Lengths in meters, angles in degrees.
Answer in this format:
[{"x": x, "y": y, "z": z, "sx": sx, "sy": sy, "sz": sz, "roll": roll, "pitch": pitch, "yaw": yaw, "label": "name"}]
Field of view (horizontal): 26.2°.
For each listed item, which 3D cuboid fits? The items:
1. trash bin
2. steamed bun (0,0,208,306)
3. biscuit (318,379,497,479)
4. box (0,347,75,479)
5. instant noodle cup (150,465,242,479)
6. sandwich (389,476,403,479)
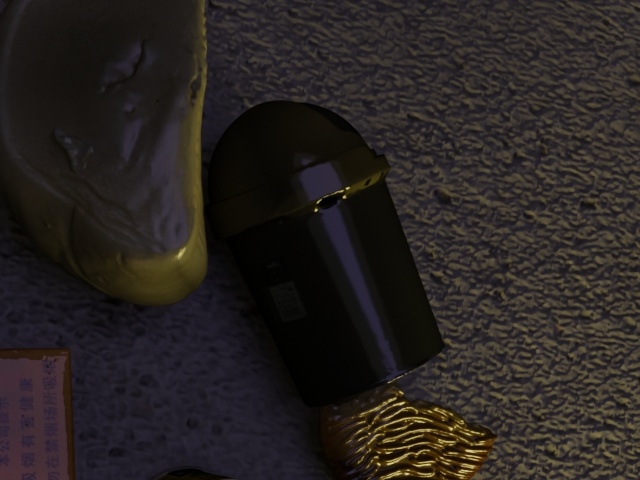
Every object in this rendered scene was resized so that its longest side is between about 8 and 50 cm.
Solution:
[{"x": 0.000, "y": 0.000, "z": 1.539, "sx": 0.214, "sy": 0.214, "sz": 0.333, "roll": -27, "pitch": 93, "yaw": -29, "label": "trash bin"}, {"x": -0.237, "y": -0.126, "z": 1.448, "sx": 0.236, "sy": 0.247, "sz": 0.383, "roll": -1, "pitch": 75, "yaw": -5, "label": "steamed bun"}, {"x": 0.106, "y": 0.231, "z": 1.588, "sx": 0.229, "sy": 0.031, "sz": 0.176, "roll": -13, "pitch": 110, "yaw": -23, "label": "biscuit"}, {"x": -0.388, "y": 0.199, "z": 1.375, "sx": 0.274, "sy": 0.076, "sz": 0.174, "roll": 2, "pitch": 74, "yaw": -25, "label": "box"}, {"x": -0.120, "y": 0.311, "z": 1.446, "sx": 0.152, "sy": 0.122, "sz": 0.151, "roll": 5, "pitch": 76, "yaw": -23, "label": "instant noodle cup"}, {"x": 0.077, "y": 0.393, "z": 1.482, "sx": 0.108, "sy": 0.186, "sz": 0.220, "roll": 17, "pitch": 53, "yaw": -20, "label": "sandwich"}]
